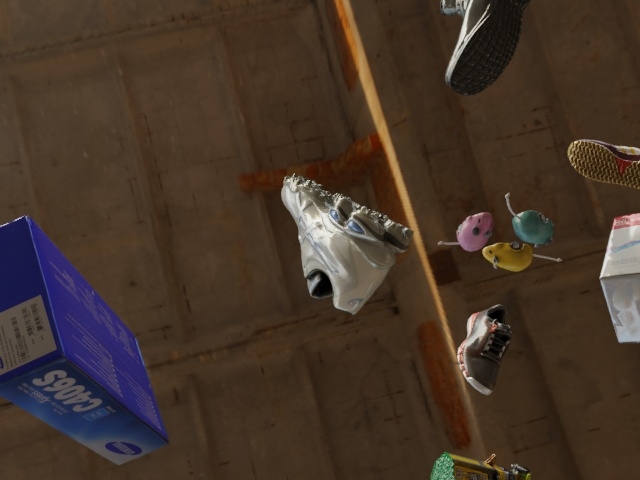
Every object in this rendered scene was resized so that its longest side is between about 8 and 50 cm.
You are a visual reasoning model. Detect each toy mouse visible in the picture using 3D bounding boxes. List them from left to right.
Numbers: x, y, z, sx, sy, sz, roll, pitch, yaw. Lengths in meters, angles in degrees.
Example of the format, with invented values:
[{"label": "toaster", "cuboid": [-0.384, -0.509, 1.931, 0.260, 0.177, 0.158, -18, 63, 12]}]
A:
[{"label": "toy mouse", "cuboid": [0.227, -0.005, 0.897, 0.161, 0.143, 0.031, 3, -122, 9]}]

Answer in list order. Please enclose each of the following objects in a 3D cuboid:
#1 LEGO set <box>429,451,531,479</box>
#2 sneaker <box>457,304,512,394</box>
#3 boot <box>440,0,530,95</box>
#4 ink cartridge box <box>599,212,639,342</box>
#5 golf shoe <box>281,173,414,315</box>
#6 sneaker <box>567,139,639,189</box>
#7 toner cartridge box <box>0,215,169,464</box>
[{"label": "LEGO set", "cuboid": [0.221, 0.366, 0.720, 0.192, 0.331, 0.254, 17, -98, -11]}, {"label": "sneaker", "cuboid": [0.239, 0.146, 1.034, 0.061, 0.065, 0.158, 34, -142, -13]}, {"label": "boot", "cuboid": [0.239, -0.347, 1.127, 0.083, 0.161, 0.246, 22, -81, -31]}, {"label": "ink cartridge box", "cuboid": [0.490, 0.055, 1.120, 0.175, 0.072, 0.127, -51, -56, -47]}, {"label": "golf shoe", "cuboid": [0.000, 0.000, 0.588, 0.069, 0.176, 0.086, 21, -83, -25]}, {"label": "sneaker", "cuboid": [0.539, -0.138, 1.303, 0.185, 0.069, 0.084, 26, -149, 29]}, {"label": "toner cartridge box", "cuboid": [-0.272, 0.131, 0.820, 0.075, 0.348, 0.165, -22, -118, -6]}]
